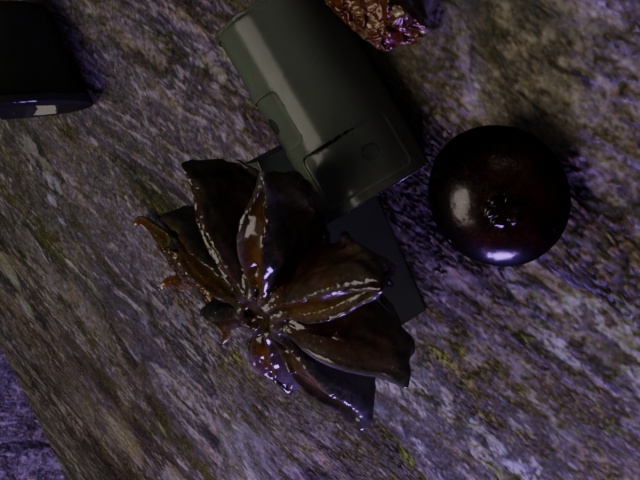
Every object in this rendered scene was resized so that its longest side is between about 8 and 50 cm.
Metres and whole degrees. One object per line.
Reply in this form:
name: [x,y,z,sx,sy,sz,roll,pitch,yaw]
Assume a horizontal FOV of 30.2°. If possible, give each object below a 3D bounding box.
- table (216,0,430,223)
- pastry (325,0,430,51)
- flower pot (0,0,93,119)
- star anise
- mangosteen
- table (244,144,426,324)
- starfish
table: [0.003,-0.141,1.191,0.220,0.126,0.126,59,153,0]
pastry: [0.030,-0.233,1.105,0.063,0.087,0.169,-45,68,16]
flower pot: [-0.486,-0.271,1.799,0.269,0.269,0.166,2,99,59]
star anise: [-0.029,0.046,1.186,0.332,0.118,0.331,36,146,29]
mangosteen: [0.156,-0.044,1.053,0.140,0.140,0.140,40,146,34]
table: [0.000,0.000,1.335,0.111,0.122,0.240,-5,112,60]
starfish: [-0.209,0.047,1.818,0.247,0.050,0.138,37,146,49]
